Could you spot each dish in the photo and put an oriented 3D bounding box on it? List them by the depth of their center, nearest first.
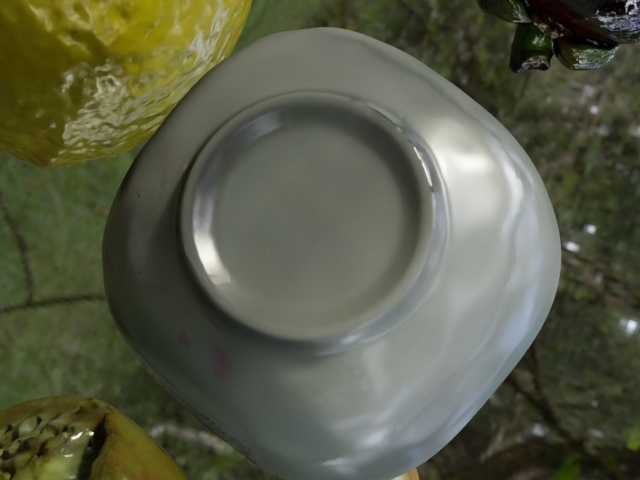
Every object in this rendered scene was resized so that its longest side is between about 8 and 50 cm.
[{"bbox_3d":[0.000,0.000,0.775,0.117,0.256,0.256,63,47,-75],"label":"dish"}]

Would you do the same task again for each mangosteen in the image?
[{"bbox_3d":[0.234,-0.245,1.204,0.216,0.216,0.216,19,90,-82],"label":"mangosteen"}]

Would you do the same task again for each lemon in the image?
[{"bbox_3d":[-0.169,-0.181,0.943,0.322,0.268,0.268,-172,-78,-76],"label":"lemon"}]

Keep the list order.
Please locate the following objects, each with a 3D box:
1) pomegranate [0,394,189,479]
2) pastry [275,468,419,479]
[{"bbox_3d":[-0.175,0.230,0.694,0.310,0.216,0.358,-39,-163,-13],"label":"pomegranate"},{"bbox_3d":[0.021,0.217,1.580,0.265,0.133,0.265,-20,90,-80],"label":"pastry"}]
